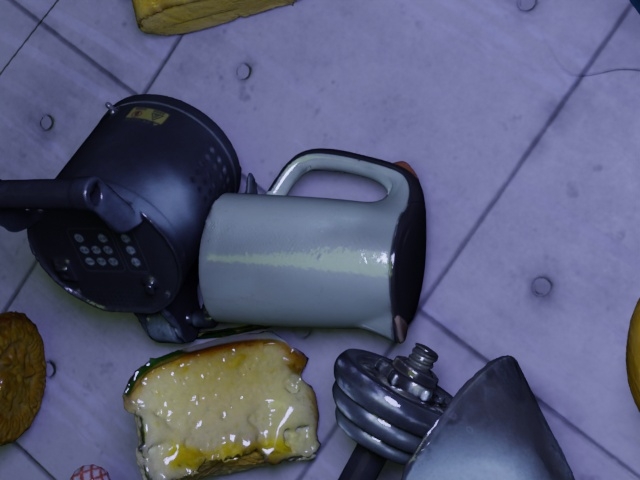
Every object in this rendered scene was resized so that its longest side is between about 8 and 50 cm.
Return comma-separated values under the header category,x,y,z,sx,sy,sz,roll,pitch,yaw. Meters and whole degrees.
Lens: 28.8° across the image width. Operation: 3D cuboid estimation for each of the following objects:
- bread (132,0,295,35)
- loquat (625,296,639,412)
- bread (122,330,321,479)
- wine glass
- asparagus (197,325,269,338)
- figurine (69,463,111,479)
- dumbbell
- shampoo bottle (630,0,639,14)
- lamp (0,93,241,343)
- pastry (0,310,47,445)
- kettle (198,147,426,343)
category,x,y,z,sx,sy,sz,roll,pitch,yaw
bread,-0.140,-0.343,1.651,0.246,0.102,0.094,-11,83,22
loquat,0.451,0.134,1.284,0.275,0.275,0.274,-2,84,22
bread,-0.135,0.221,1.580,0.133,0.252,0.174,-35,68,61
wine glass,0.301,0.331,1.316,0.406,0.267,0.267,30,96,22
asparagus,-0.101,0.116,1.637,0.166,0.013,0.016,-10,92,21
figurine,-0.273,0.430,1.598,0.370,0.167,0.281,-7,87,12
dumbbell,0.031,0.302,1.469,0.179,0.179,0.406,31,99,22
shampoo bottle,0.468,-0.359,1.286,0.343,0.331,0.331,-36,73,13
lamp,-0.229,-0.059,1.557,0.205,0.374,0.272,-1,58,24
pastry,-0.450,0.179,1.682,0.103,0.189,0.188,5,87,20
kettle,0.000,0.000,1.529,0.255,0.165,0.240,2,75,20
